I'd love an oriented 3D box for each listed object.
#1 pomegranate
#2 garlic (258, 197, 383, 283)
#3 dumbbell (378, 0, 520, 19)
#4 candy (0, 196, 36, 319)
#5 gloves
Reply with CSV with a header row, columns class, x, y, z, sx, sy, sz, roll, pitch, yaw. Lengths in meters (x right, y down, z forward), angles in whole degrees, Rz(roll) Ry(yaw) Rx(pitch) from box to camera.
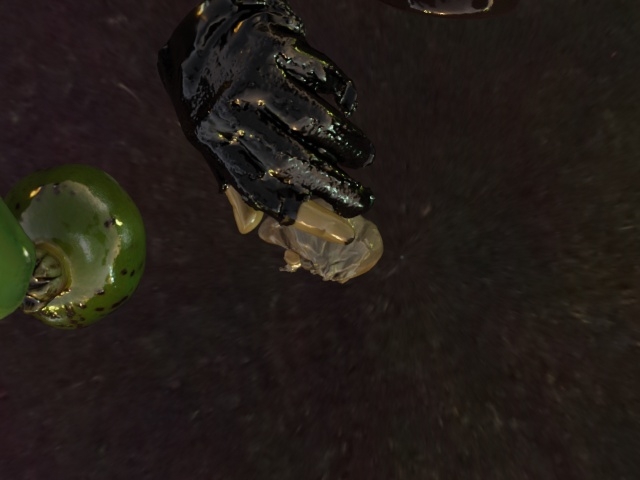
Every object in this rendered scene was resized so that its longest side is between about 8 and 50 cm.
class,x,y,z,sx,sy,sz,roll,pitch,yaw
pomegranate,-0.301,0.017,1.650,0.202,0.248,0.202,5,110,13
garlic,0.000,-0.003,1.269,0.113,0.094,0.074,1,96,6
dumbbell,0.113,-0.303,1.191,0.124,0.140,0.225,-11,118,-34
candy,-0.333,-0.066,0.954,0.142,0.132,0.343,-29,113,15
gloves,-0.032,-0.074,0.983,0.129,0.106,0.180,-36,76,6
